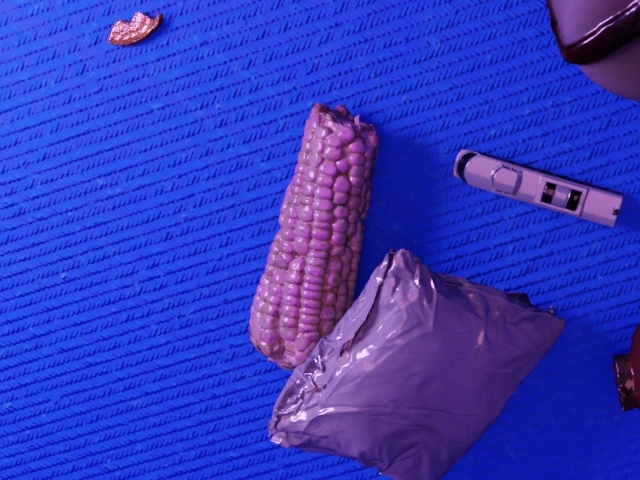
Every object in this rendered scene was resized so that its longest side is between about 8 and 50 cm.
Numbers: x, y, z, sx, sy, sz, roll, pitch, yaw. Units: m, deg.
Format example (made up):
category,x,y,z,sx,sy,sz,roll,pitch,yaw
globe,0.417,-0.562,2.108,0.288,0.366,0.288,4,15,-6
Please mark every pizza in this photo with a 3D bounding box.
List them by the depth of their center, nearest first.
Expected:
category,x,y,z,sx,sy,sz,roll,pitch,yaw
pizza,-0.232,-0.265,1.809,0.083,0.016,0.037,-22,100,16

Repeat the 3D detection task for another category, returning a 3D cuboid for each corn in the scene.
category,x,y,z,sx,sy,sz,roll,pitch,yaw
corn,-0.003,-0.001,1.790,0.127,0.126,0.335,15,100,4

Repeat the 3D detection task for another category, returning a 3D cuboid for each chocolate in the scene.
category,x,y,z,sx,sy,sz,roll,pitch,yaw
chocolate,0.388,-0.278,1.598,0.284,0.186,0.283,0,121,0

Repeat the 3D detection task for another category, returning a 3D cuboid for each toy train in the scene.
category,x,y,z,sx,sy,sz,roll,pitch,yaw
toy train,0.264,-0.066,1.770,0.208,0.047,0.043,16,103,2

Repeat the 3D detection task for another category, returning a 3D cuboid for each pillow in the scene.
category,x,y,z,sx,sy,sz,roll,pitch,yaw
pillow,0.107,0.161,1.757,0.283,0.138,0.310,25,111,-34

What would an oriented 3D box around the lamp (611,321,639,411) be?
category,x,y,z,sx,sy,sz,roll,pitch,yaw
lamp,0.481,0.155,1.733,0.258,0.180,0.180,-8,101,8
